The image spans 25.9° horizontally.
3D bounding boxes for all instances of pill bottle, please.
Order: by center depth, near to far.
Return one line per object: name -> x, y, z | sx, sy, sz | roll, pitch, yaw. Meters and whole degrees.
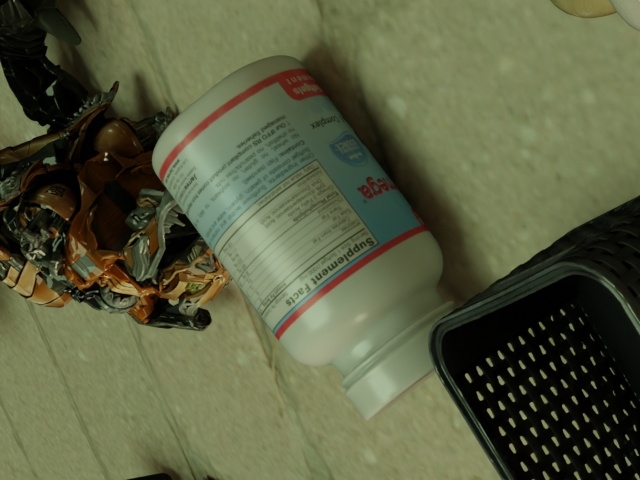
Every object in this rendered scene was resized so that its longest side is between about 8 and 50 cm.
pill bottle -> 0.000, 0.000, 0.646 | 0.160, 0.087, 0.087 | 53, 149, 9

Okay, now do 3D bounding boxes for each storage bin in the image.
storage bin -> 0.138, 0.077, 0.518 | 0.180, 0.084, 0.122 | 58, 149, 1

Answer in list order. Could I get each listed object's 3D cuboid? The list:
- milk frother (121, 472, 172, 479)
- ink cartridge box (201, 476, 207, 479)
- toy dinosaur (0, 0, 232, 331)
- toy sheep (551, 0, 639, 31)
milk frother -> -0.133, 0.256, 1.008 | 0.129, 0.135, 0.143 | -114, 11, -65
ink cartridge box -> 0.011, 0.307, 0.925 | 0.239, 0.060, 0.275 | -132, 22, -69
toy dinosaur -> -0.171, -0.024, 0.827 | 0.322, 0.164, 0.218 | -14, 122, 36
toy sheep -> 0.123, -0.095, 0.396 | 0.132, 0.091, 0.091 | -17, 104, 30
